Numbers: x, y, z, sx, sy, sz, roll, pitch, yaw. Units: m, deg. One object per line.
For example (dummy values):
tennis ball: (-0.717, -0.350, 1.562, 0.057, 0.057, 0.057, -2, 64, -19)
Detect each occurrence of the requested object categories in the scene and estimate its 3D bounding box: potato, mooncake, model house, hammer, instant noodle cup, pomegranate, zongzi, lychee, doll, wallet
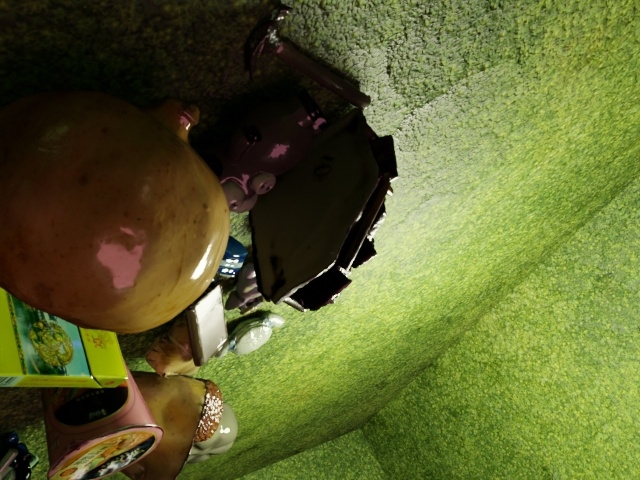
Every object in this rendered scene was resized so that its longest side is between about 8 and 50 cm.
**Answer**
potato: (-0.439, 0.435, 1.412, 0.237, 0.300, 0.289, 28, 152, -15)
mooncake: (-0.413, 0.665, 1.984, 0.275, 0.135, 0.275, -20, 149, -13)
model house: (0.036, -0.021, 1.105, 0.297, 0.317, 0.282, -18, 155, 11)
hammer: (-0.004, -0.267, 0.931, 0.125, 0.027, 0.297, -44, 151, 23)
instant noodle cup: (-0.481, 0.342, 1.225, 0.244, 0.255, 0.244, -24, 151, -14)
pomegranate: (-0.266, -0.051, 0.744, 0.338, 0.338, 0.338, -24, 152, -13)
zongzi: (-0.314, 0.242, 1.425, 0.197, 0.099, 0.194, -51, 163, -5)
lychee: (-0.366, 0.471, 1.652, 0.194, 0.194, 0.194, -24, 152, -13)
doll: (-0.106, -0.139, 0.943, 0.257, 0.117, 0.182, -39, 167, 8)
wallet: (-0.261, 0.192, 1.338, 0.110, 0.031, 0.198, -45, 148, -42)
doll: (-0.191, 0.256, 1.576, 0.214, 0.071, 0.103, -26, 154, -17)

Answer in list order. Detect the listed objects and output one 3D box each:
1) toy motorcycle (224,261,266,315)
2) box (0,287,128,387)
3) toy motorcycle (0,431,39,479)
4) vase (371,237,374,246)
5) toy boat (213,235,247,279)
toy motorcycle: (-0.139, 0.090, 1.346, 0.225, 0.073, 0.152, -45, 151, 19)
box: (-0.485, 0.156, 0.982, 0.047, 0.187, 0.335, -36, 153, 16)
toy motorcycle: (-0.850, 0.597, 1.386, 0.331, 0.196, 0.125, -37, 156, -16)
vase: (0.000, 0.000, 1.314, 0.238, 0.115, 0.115, -5, 143, -34)
toy boat: (-0.271, 0.076, 1.205, 0.210, 0.070, 0.291, 1, 143, -39)
